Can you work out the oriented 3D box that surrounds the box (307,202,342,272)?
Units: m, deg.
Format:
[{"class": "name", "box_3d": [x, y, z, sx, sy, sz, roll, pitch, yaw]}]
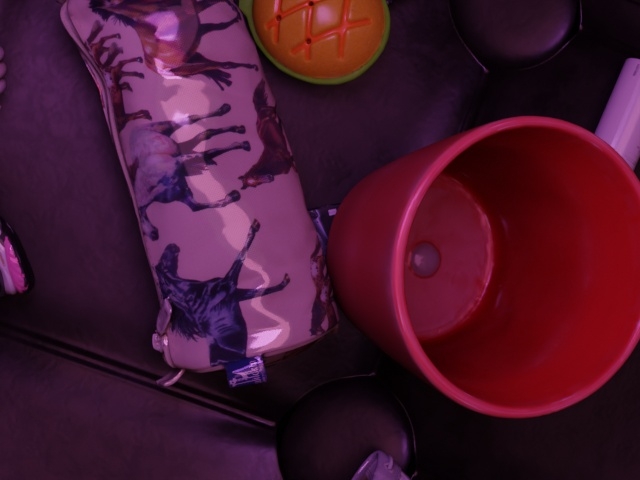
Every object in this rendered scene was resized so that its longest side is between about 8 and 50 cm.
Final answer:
[{"class": "box", "box_3d": [0.000, 0.000, 1.469, 0.083, 0.018, 0.067, -11, 97, -14]}]

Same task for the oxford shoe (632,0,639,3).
[{"class": "oxford shoe", "box_3d": [0.365, -0.293, 1.535, 0.212, 0.076, 0.076, 22, 57, -13]}]

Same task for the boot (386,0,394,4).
[{"class": "boot", "box_3d": [0.070, -0.294, 1.458, 0.121, 0.045, 0.099, -30, 98, -4]}]

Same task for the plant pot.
[{"class": "plant pot", "box_3d": [0.140, 0.020, 1.381, 0.275, 0.243, 0.275, -1, 92, -23]}]

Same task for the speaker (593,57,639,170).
[{"class": "speaker", "box_3d": [0.320, -0.120, 1.530, 0.055, 0.055, 0.136, 24, 87, -15]}]

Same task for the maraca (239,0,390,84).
[{"class": "maraca", "box_3d": [-0.018, -0.229, 1.415, 0.186, 0.099, 0.127, 38, 87, 11]}]

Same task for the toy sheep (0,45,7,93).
[{"class": "toy sheep", "box_3d": [-0.333, -0.167, 1.336, 0.091, 0.091, 0.132, -16, 112, -14]}]

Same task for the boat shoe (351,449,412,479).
[{"class": "boat shoe", "box_3d": [-0.005, 0.331, 1.403, 0.320, 0.118, 0.103, -39, 91, -36]}]

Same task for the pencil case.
[{"class": "pencil case", "box_3d": [-0.118, -0.070, 1.362, 0.183, 0.160, 0.410, -21, 99, -25]}]

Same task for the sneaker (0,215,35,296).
[{"class": "sneaker", "box_3d": [-0.336, -0.022, 1.355, 0.077, 0.072, 0.178, -21, 93, -2]}]
